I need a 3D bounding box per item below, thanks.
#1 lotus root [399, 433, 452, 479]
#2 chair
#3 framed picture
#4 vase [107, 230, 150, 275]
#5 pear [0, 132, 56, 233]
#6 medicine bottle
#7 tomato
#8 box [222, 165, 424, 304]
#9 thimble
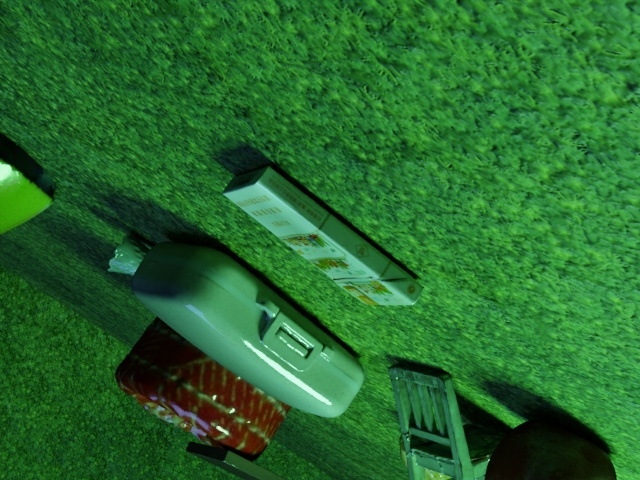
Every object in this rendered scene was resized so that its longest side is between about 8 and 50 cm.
[{"bbox_3d":[0.230,0.436,1.811,0.110,0.097,0.258,6,143,42],"label":"lotus root"},{"bbox_3d":[0.214,0.303,1.434,0.136,0.147,0.270,0,101,57],"label":"chair"},{"bbox_3d":[-0.154,0.426,1.823,0.168,0.023,0.128,36,157,-35],"label":"framed picture"},{"bbox_3d":[-0.284,0.052,1.677,0.149,0.081,0.081,28,164,0],"label":"vase"},{"bbox_3d":[-0.670,-0.131,1.684,0.399,0.165,0.399,30,163,10],"label":"pear"},{"bbox_3d":[-0.116,0.144,1.541,0.375,0.123,0.282,42,160,-27],"label":"medicine bottle"},{"bbox_3d":[0.290,0.305,1.235,0.167,0.167,0.167,30,163,10],"label":"tomato"},{"bbox_3d":[0.000,-0.001,1.069,0.220,0.032,0.122,37,163,-17],"label":"box"},{"bbox_3d":[-0.211,0.266,1.883,0.350,0.230,0.350,30,162,11],"label":"thimble"}]
